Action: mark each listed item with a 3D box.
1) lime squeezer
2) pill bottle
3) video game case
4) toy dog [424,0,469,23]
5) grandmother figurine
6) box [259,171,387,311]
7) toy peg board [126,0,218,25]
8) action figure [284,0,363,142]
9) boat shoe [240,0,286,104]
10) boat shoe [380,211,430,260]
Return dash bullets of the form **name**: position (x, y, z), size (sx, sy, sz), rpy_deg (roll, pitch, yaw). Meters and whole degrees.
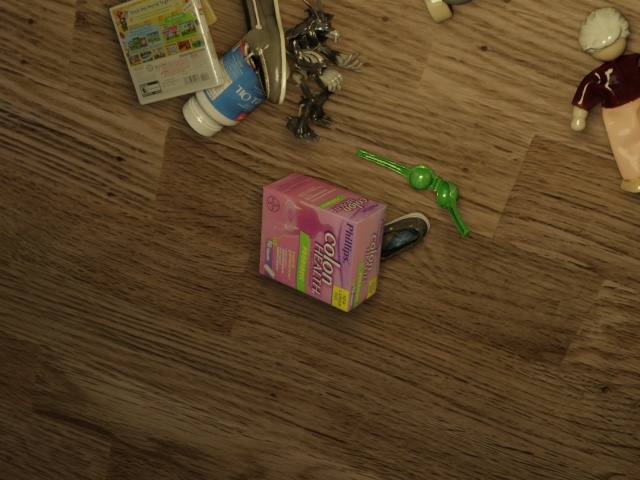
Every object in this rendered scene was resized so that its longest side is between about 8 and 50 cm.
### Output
- **lime squeezer**: position (0.212, -0.106, 1.745), size (0.310, 0.110, 0.058), rpy_deg (41, 143, 29)
- **pill bottle**: position (-0.178, -0.313, 1.736), size (0.221, 0.124, 0.124), rpy_deg (-37, 101, 30)
- **video game case**: position (-0.310, -0.391, 1.696), size (0.227, 0.026, 0.206), rpy_deg (-5, 108, 36)
- **toy dog**: position (0.220, -0.490, 1.449), size (0.220, 0.333, 0.160), rpy_deg (-25, 90, 0)
- **grandmother figurine**: position (0.557, -0.262, 1.565), size (0.208, 0.104, 0.342), rpy_deg (-24, 106, -3)
- **box**: position (0.000, 0.000, 1.802), size (0.243, 0.117, 0.213), rpy_deg (22, 122, 28)
- **toy peg board**: position (-0.323, -0.479, 1.720), size (0.161, 0.079, 0.161), rpy_deg (-21, 108, 25)
- **action figure**: position (0.004, -0.339, 1.654), size (0.141, 0.164, 0.275), rpy_deg (22, 130, 20)
- **boat shoe**: position (-0.123, -0.411, 1.596), size (0.096, 0.112, 0.335), rpy_deg (-3, 76, -11)
- **boat shoe**: position (0.131, 0.012, 1.836), size (0.229, 0.076, 0.080), rpy_deg (-21, 108, 25)
